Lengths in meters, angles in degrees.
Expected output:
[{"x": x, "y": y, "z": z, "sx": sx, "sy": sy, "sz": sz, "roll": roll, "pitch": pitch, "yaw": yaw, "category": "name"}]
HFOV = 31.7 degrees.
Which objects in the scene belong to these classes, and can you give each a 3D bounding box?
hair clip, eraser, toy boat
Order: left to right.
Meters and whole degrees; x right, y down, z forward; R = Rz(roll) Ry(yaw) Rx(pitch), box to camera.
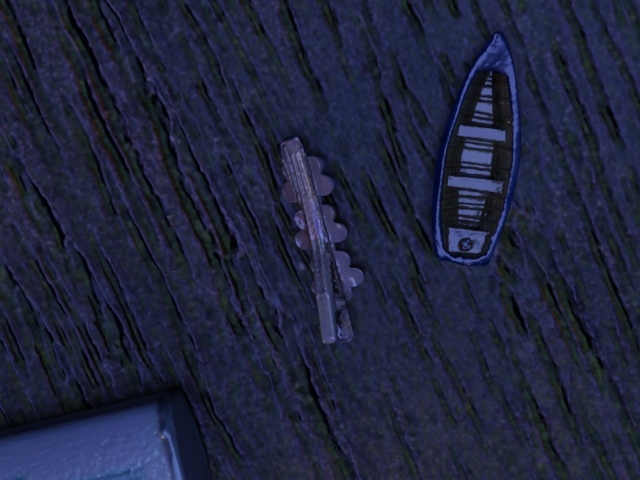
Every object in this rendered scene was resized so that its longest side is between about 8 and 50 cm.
[{"x": -0.261, "y": 0.276, "z": 1.179, "sx": 0.290, "sy": 0.104, "sz": 0.189, "roll": -14, "pitch": 103, "yaw": 8, "category": "eraser"}, {"x": 0.003, "y": -0.001, "z": 1.131, "sx": 0.062, "sy": 0.056, "sz": 0.214, "roll": -11, "pitch": 91, "yaw": 23, "category": "hair clip"}, {"x": 0.155, "y": -0.089, "z": 1.100, "sx": 0.080, "sy": 0.046, "sz": 0.229, "roll": 7, "pitch": 101, "yaw": 4, "category": "toy boat"}]
